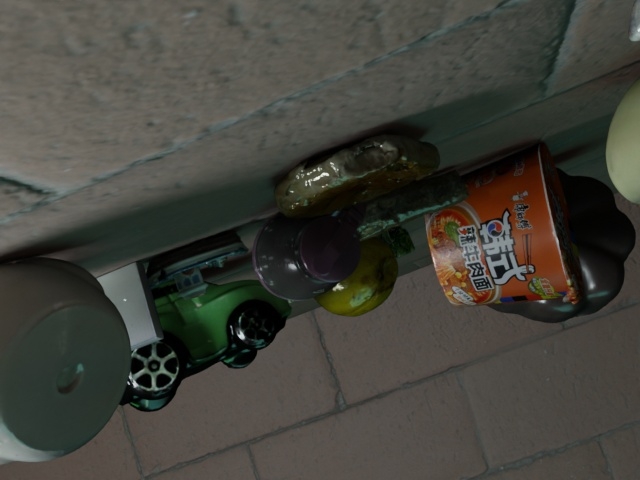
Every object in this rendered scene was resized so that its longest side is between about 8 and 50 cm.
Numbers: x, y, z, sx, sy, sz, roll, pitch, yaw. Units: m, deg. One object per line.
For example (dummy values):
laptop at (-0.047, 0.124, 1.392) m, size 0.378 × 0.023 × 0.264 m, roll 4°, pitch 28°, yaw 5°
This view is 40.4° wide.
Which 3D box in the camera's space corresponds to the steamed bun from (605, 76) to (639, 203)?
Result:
steamed bun at (0.453, -0.155, 1.019) m, size 0.250 × 0.155 × 0.200 m, roll -24°, pitch 178°, yaw -27°

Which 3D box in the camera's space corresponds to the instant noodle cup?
instant noodle cup at (0.284, -0.006, 1.355) m, size 0.192 × 0.250 × 0.250 m, roll -15°, pitch 175°, yaw 21°

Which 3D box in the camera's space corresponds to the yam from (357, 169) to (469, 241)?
yam at (0.079, -0.034, 1.246) m, size 0.274 × 0.061 × 0.061 m, roll -21°, pitch 172°, yaw 0°

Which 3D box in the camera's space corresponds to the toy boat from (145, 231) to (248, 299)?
toy boat at (-0.157, 0.038, 1.114) m, size 0.140 × 0.066 × 0.059 m, roll -19°, pitch 176°, yaw -6°

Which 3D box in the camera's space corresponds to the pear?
pear at (0.057, 0.060, 1.523) m, size 0.162 × 0.149 × 0.149 m, roll -21°, pitch 174°, yaw 41°

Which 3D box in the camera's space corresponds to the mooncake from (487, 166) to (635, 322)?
mooncake at (0.405, 0.007, 1.556) m, size 0.306 × 0.306 × 0.154 m, roll -20°, pitch 168°, yaw -1°

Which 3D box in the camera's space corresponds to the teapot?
teapot at (0.002, 0.010, 1.079) m, size 0.148 × 0.116 × 0.146 m, roll -23°, pitch -175°, yaw -24°

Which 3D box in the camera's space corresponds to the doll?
doll at (-0.323, 0.114, 0.907) m, size 0.221 × 0.221 × 0.251 m, roll -22°, pitch 150°, yaw 13°

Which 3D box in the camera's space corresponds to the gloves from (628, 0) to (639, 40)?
gloves at (0.303, -0.194, 0.568) m, size 0.218 × 0.131 × 0.140 m, roll 4°, pitch -169°, yaw 16°

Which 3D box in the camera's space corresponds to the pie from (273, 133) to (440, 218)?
pie at (0.036, -0.068, 0.948) m, size 0.195 × 0.046 × 0.195 m, roll -17°, pitch 173°, yaw -2°

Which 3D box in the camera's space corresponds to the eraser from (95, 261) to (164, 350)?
eraser at (-0.279, 0.100, 1.092) m, size 0.150 × 0.104 × 0.023 m, roll -22°, pitch 165°, yaw 10°

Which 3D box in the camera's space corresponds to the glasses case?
glasses case at (0.045, 0.047, 1.712) m, size 0.272 × 0.062 × 0.095 m, roll -24°, pitch 177°, yaw 28°

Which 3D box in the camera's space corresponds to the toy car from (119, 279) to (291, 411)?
toy car at (-0.228, 0.146, 1.324) m, size 0.358 × 0.176 × 0.213 m, roll -24°, pitch 171°, yaw -18°
